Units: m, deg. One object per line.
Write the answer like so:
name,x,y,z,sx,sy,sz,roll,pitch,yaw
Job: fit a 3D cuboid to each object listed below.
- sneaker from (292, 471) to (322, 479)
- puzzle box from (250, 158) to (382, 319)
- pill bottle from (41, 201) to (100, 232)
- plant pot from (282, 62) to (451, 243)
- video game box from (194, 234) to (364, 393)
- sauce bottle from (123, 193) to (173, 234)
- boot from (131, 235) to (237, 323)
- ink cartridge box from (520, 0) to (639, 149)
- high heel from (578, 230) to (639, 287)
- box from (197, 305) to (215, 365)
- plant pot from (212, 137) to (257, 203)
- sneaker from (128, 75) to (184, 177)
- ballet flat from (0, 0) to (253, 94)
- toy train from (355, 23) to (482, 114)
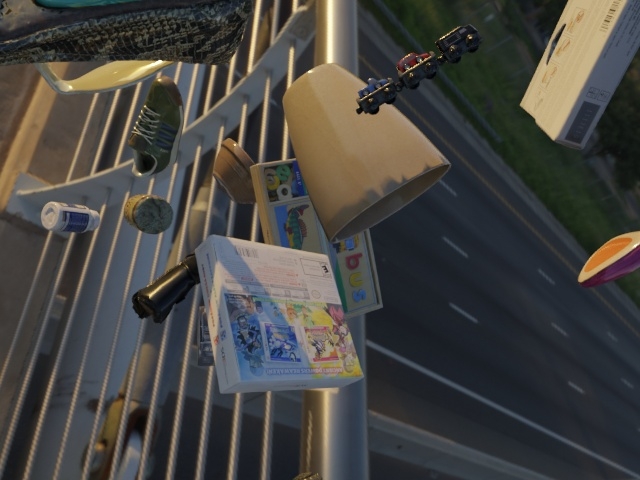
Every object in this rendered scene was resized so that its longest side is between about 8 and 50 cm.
sneaker,-0.009,0.616,1.018,0.146,0.134,0.343,-15,73,-42
puzzle box,0.000,0.000,1.353,0.272,0.052,0.408,-14,95,-31
pill bottle,-0.584,-0.052,1.322,0.120,0.067,0.067,7,63,-62
plant pot,0.055,-0.176,1.028,0.257,0.256,0.274,-18,74,-56
video game box,-0.050,0.096,0.716,0.205,0.048,0.187,12,50,-43
sauce bottle,-0.519,-0.080,1.650,0.112,0.344,0.111,-2,94,-27
boot,-0.289,0.094,1.238,0.207,0.247,0.094,-45,111,-39
ink cartridge box,0.471,-0.329,1.008,0.060,0.275,0.239,17,27,-4
high heel,0.513,0.027,0.845,0.117,0.244,0.082,55,-3,-5
box,-0.253,0.288,1.696,0.231,0.056,0.183,3,45,-15
plant pot,-0.264,-0.198,1.783,0.110,0.237,0.237,-38,104,-12
sneaker,-0.288,-0.182,0.963,0.064,0.192,0.086,35,49,12
ballet flat,-0.314,-0.227,0.597,0.483,0.182,0.163,-6,61,-16
toy train,0.105,-0.192,0.630,0.036,0.158,0.027,60,8,9
